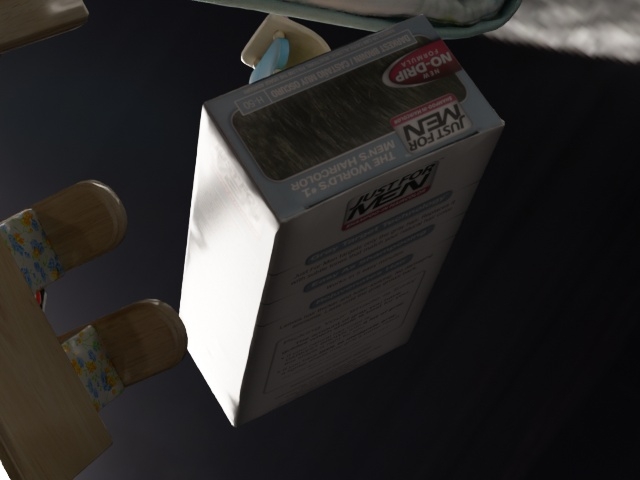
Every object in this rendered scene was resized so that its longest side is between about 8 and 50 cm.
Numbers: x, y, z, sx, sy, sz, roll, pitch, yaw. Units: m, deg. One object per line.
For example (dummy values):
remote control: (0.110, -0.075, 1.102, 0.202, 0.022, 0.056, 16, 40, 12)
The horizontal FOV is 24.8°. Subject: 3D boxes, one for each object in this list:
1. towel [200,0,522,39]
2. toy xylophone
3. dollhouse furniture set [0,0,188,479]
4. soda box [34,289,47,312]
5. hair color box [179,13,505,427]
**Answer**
towel: (-0.058, -0.262, 1.235, 0.375, 0.090, 0.320, 6, -161, -24)
toy xylophone: (-0.054, -0.084, 1.682, 0.081, 0.236, 0.322, 10, -123, -19)
dollhouse furniture set: (-0.162, 0.004, 0.714, 0.242, 0.161, 0.212, 63, -152, -7)
soda box: (-0.380, 0.076, 1.544, 0.060, 0.169, 0.053, -93, -13, -47)
hair color box: (0.000, 0.000, 1.160, 0.113, 0.185, 0.374, 57, 158, 20)
